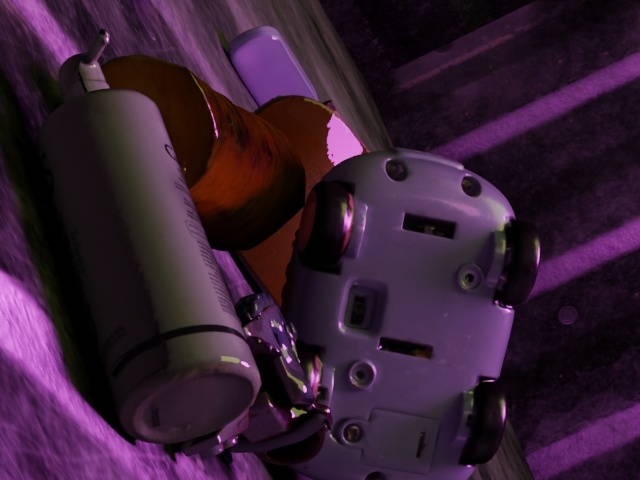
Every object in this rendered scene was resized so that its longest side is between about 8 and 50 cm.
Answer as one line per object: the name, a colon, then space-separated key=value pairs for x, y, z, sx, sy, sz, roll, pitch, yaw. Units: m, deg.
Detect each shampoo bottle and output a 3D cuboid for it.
shampoo bottle: x=-0.114 y=-0.007 z=1.177 sx=0.262 sy=0.085 sz=0.085 roll=68 pitch=7 yaw=32

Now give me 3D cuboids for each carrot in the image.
carrot: x=-0.087 y=-0.058 z=1.457 sx=0.114 sy=0.114 sz=0.302 roll=66 pitch=9 yaw=13

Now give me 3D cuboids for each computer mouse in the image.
computer mouse: x=0.000 y=0.000 z=1.807 sx=0.072 sy=0.158 sz=0.310 roll=29 pitch=-21 yaw=43

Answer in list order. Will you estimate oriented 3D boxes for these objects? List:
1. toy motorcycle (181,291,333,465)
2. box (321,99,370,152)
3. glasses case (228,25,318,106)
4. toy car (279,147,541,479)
toy motorcycle: x=-0.054 y=0.102 z=1.289 sx=0.122 sy=0.082 sz=0.213 roll=66 pitch=18 yaw=3
box: x=-0.004 y=-0.056 z=1.968 sx=0.135 sy=0.151 sz=0.151 roll=55 pitch=7 yaw=-1
glasses case: x=-0.057 y=-0.201 z=2.392 sx=0.178 sy=0.067 sz=0.045 roll=55 pitch=14 yaw=-54
toy car: x=0.046 y=0.063 z=1.541 sx=0.212 sy=0.180 sz=0.270 roll=-174 pitch=-84 yaw=-77
